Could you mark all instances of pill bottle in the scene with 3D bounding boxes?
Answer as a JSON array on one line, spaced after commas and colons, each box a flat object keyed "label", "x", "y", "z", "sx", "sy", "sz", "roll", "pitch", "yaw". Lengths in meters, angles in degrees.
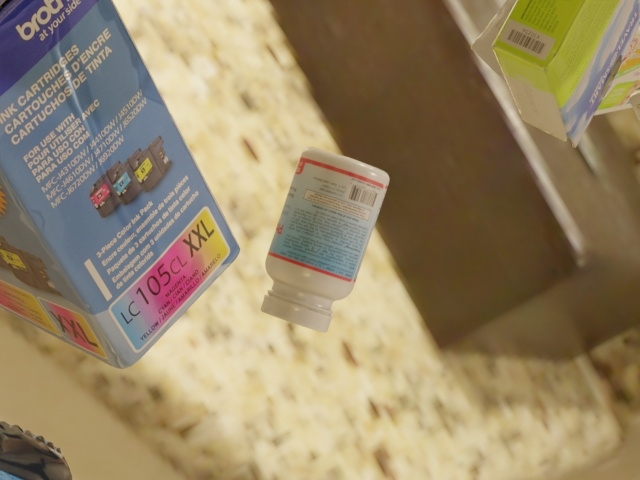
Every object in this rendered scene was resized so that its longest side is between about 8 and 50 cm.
[{"label": "pill bottle", "x": 0.000, "y": 0.000, "z": 1.643, "sx": 0.087, "sy": 0.160, "sz": 0.087, "roll": 19, "pitch": -1, "yaw": 0}]

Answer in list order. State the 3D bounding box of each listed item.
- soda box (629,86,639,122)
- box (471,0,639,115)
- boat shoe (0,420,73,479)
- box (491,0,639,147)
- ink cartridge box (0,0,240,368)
[{"label": "soda box", "x": 0.228, "y": 0.009, "z": 0.797, "sx": 0.069, "sy": 0.074, "sz": 0.216, "roll": -33, "pitch": 101, "yaw": -31}, {"label": "box", "x": 0.244, "y": -0.185, "z": 1.578, "sx": 0.103, "sy": 0.114, "sz": 0.203, "roll": 47, "pitch": 31, "yaw": 18}, {"label": "boat shoe", "x": -0.207, "y": 0.055, "z": 0.631, "sx": 0.258, "sy": 0.109, "sz": 0.089, "roll": 20, "pitch": 38, "yaw": -28}, {"label": "box", "x": 0.161, "y": -0.134, "z": 1.120, "sx": 0.042, "sy": 0.109, "sz": 0.178, "roll": 27, "pitch": -5, "yaw": 17}, {"label": "ink cartridge box", "x": -0.259, "y": -0.112, "z": 1.322, "sx": 0.151, "sy": 0.270, "sz": 0.395, "roll": -48, "pitch": 139, "yaw": -25}]
